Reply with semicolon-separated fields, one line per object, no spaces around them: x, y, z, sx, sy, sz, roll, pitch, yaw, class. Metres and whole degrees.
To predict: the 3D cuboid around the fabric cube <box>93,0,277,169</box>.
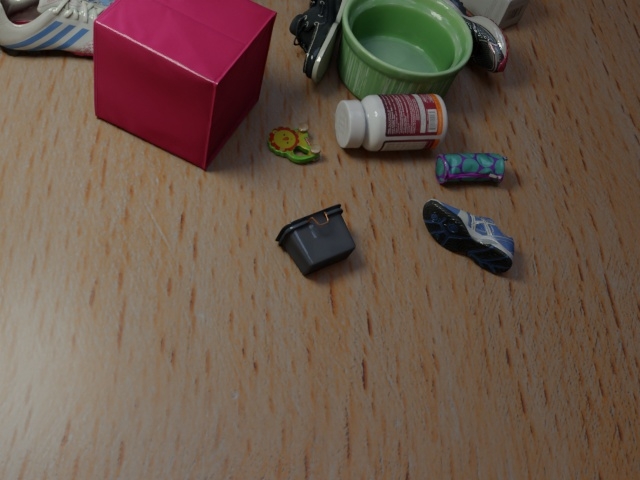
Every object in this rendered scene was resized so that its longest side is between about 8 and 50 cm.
-0.270;-0.351;1.555;0.258;0.254;0.259;26;53;5;fabric cube

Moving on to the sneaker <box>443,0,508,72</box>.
0.332;-0.499;1.905;0.112;0.121;0.299;-33;62;-26;sneaker

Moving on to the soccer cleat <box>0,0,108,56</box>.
-0.519;-0.462;1.639;0.331;0.143;0.116;-8;58;-20;soccer cleat

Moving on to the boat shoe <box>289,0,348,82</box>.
-0.012;-0.487;1.798;0.113;0.127;0.340;17;51;0;boat shoe

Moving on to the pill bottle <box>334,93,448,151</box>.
0.150;-0.253;1.676;0.221;0.121;0.121;-4;56;-17;pill bottle

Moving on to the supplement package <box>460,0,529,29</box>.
0.445;-0.650;2.044;0.105;0.105;0.179;-30;67;-29;supplement package

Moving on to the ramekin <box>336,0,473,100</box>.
0.182;-0.433;1.795;0.303;0.148;0.303;7;54;-10;ramekin

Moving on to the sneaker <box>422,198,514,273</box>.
0.300;-0.018;1.582;0.211;0.080;0.081;36;47;0;sneaker

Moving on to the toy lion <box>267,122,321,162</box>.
-0.060;-0.202;1.645;0.096;0.034;0.100;-20;63;-18;toy lion

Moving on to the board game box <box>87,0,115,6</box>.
-0.487;-0.523;1.767;0.090;0.020;0.090;2;56;-13;board game box

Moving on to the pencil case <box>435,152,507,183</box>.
0.324;-0.155;1.686;0.152;0.064;0.070;-3;40;-15;pencil case

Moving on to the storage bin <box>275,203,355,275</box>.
0.000;0.000;1.481;0.135;0.098;0.091;-23;74;-27;storage bin
